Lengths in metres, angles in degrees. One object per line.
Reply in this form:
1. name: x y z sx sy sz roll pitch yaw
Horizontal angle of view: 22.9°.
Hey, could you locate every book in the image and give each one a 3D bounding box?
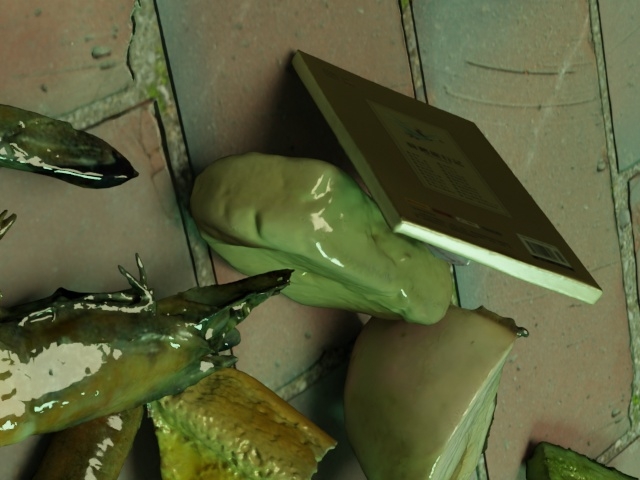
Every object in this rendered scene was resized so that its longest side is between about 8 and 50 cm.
1. book: 0.106 -0.062 1.412 0.217 0.310 0.021 19 114 -28

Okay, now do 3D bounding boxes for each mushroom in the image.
1. mushroom: 0.073 0.175 1.532 0.173 0.162 0.236 -46 155 -36

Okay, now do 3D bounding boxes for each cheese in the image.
1. cheese: 0.000 -0.002 1.429 0.263 0.159 0.093 32 65 -48

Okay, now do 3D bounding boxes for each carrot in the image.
1. carrot: -0.237 0.257 1.277 0.070 0.070 0.342 47 64 -41

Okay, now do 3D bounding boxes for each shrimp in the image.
1. shrimp: -0.205 0.023 1.237 0.445 0.085 0.272 -3 97 -36

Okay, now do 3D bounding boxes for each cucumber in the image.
1. cucumber: 0.311 0.303 1.892 0.211 0.062 0.078 23 45 -41

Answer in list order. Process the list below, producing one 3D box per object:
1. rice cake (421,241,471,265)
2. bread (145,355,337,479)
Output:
1. rice cake: 0.106 -0.056 1.500 0.081 0.290 0.051 39 108 -16
2. bread: -0.104 0.198 1.380 0.160 0.169 0.140 -54 178 21
